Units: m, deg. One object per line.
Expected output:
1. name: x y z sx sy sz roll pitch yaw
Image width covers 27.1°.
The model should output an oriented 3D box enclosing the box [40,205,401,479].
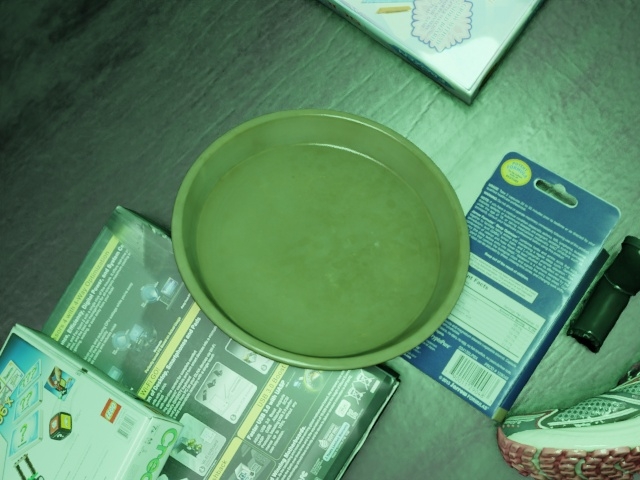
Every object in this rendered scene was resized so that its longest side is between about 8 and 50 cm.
1. box: -0.157 0.215 1.260 0.318 0.097 0.395 31 89 6

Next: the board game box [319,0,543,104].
1. board game box: 0.107 -0.351 1.283 0.318 0.066 0.319 36 90 7

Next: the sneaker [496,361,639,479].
1. sneaker: 0.307 0.150 1.217 0.299 0.121 0.112 -14 64 1

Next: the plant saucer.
1. plant saucer: 0.000 0.000 1.230 0.277 0.041 0.278 4 59 -6

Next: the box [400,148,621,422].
1. box: 0.173 0.040 1.245 0.136 0.036 0.225 34 92 29

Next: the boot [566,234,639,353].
1. boot: 0.269 0.051 1.218 0.045 0.121 0.099 35 84 8

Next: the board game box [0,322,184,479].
1. board game box: -0.265 0.250 1.161 0.193 0.053 0.305 27 89 35
